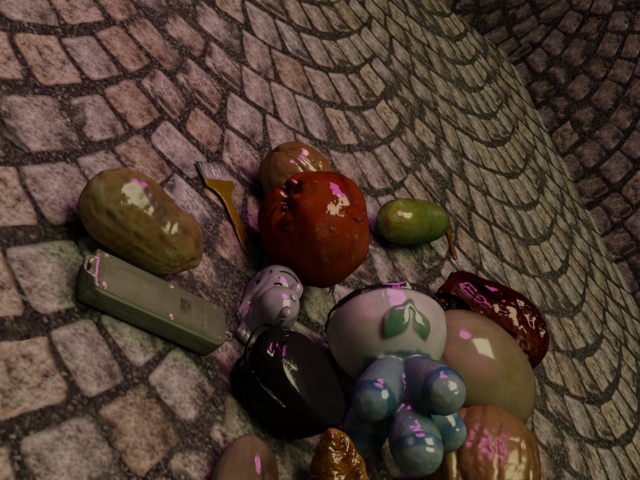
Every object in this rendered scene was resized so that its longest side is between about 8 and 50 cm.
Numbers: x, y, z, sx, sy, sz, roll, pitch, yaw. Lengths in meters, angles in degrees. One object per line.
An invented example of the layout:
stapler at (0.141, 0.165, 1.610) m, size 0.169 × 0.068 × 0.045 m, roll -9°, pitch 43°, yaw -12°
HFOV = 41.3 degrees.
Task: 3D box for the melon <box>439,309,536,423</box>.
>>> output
melon at (0.312, 0.273, 1.747) m, size 0.317 × 0.223 × 0.223 m, roll 41°, pitch 31°, yaw -30°

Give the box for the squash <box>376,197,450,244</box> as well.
squash at (0.253, -0.044, 2.115) m, size 0.371 × 0.118 × 0.118 m, roll 2°, pitch 57°, yaw -59°

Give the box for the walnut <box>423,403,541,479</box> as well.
walnut at (0.297, 0.427, 1.562) m, size 0.225 × 0.225 × 0.261 m, roll 42°, pitch 37°, yaw -22°

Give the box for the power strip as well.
power strip at (-0.252, 0.097, 1.282) m, size 0.272 × 0.052 × 0.078 m, roll 30°, pitch 37°, yaw -35°

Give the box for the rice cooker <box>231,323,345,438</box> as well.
rice cooker at (-0.051, 0.229, 1.366) m, size 0.203 × 0.118 × 0.142 m, roll 47°, pitch 30°, yaw -13°

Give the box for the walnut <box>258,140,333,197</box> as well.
walnut at (-0.050, -0.122, 1.728) m, size 0.167 × 0.149 × 0.166 m, roll -2°, pitch 93°, yaw -46°

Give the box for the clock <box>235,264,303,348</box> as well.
clock at (-0.074, 0.099, 1.472) m, size 0.080 × 0.117 × 0.176 m, roll 44°, pitch 29°, yaw -18°

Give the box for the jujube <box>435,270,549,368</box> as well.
jujube at (0.406, 0.190, 2.015) m, size 0.290 × 0.197 × 0.197 m, roll 38°, pitch 29°, yaw 4°

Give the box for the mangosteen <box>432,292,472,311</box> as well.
mangosteen at (0.281, 0.192, 1.909) m, size 0.137 × 0.137 × 0.151 m, roll -89°, pitch 169°, yaw -47°

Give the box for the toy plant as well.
toy plant at (0.140, 0.262, 1.484) m, size 0.247 × 0.247 × 0.332 m, roll 33°, pitch 32°, yaw -34°

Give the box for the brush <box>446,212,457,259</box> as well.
brush at (0.355, -0.014, 2.335) m, size 0.043 × 0.014 × 0.169 m, roll 29°, pitch 38°, yaw -35°

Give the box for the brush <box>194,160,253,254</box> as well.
brush at (-0.172, -0.062, 1.611) m, size 0.083 × 0.011 × 0.205 m, roll 2°, pitch 58°, yaw -57°

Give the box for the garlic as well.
garlic at (-0.099, 0.349, 1.224) m, size 0.128 × 0.091 × 0.198 m, roll 52°, pitch 18°, yaw -37°

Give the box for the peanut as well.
peanut at (-0.273, -0.025, 1.309) m, size 0.224 × 0.129 × 0.129 m, roll 46°, pitch 29°, yaw -32°

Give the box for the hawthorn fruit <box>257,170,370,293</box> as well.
hawthorn fruit at (0.000, 0.000, 1.612) m, size 0.211 × 0.211 × 0.299 m, roll -90°, pitch 165°, yaw -47°

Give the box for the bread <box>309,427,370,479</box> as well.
bread at (0.035, 0.408, 1.336) m, size 0.105 × 0.076 × 0.233 m, roll -22°, pitch 91°, yaw -44°
